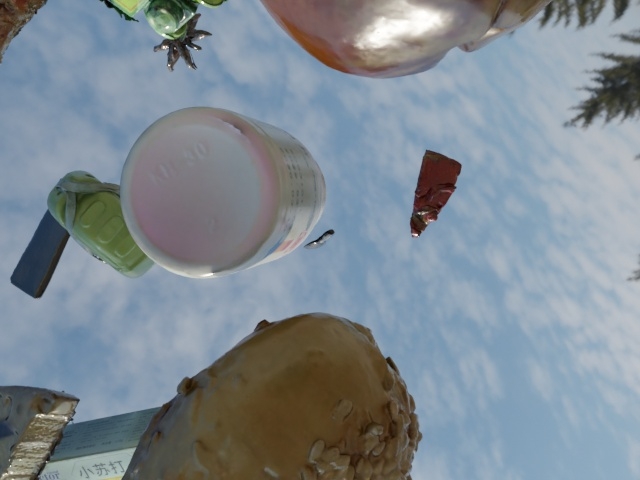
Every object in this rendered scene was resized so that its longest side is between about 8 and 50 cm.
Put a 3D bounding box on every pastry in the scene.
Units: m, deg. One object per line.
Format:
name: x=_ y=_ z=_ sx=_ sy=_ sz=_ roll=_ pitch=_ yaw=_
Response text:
pastry: x=-0.031 y=0.229 z=0.637 sx=0.184 sy=0.316 sz=0.284 roll=38 pitch=-171 yaw=36

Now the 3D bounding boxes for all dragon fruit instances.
dragon fruit: x=0.185 y=-0.068 z=1.111 sx=0.097 sy=0.063 sz=0.131 roll=66 pitch=-141 yaw=-68

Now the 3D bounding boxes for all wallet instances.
wallet: x=-0.607 y=0.004 z=1.538 sx=0.025 sy=0.124 sz=0.244 roll=36 pitch=-103 yaw=-51

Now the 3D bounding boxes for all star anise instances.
star anise: x=-0.306 y=-0.432 z=1.482 sx=0.141 sy=0.141 sz=0.042 roll=66 pitch=-166 yaw=9

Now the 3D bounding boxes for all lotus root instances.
lotus root: x=-0.449 y=0.290 z=0.960 sx=0.170 sy=0.261 sz=0.074 roll=30 pitch=-177 yaw=40

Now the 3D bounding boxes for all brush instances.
brush: x=0.000 y=0.000 z=0.755 sx=0.024 sy=0.083 sz=0.008 roll=-7 pitch=-101 yaw=-20

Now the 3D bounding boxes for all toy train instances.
toy train: x=-0.261 y=-0.482 z=1.193 sx=0.188 sy=0.159 sz=0.272 roll=35 pitch=-131 yaw=-32

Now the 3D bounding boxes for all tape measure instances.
tape measure: x=-0.301 y=-0.027 z=0.984 sx=0.175 sy=0.200 sz=0.106 roll=40 pitch=-101 yaw=2

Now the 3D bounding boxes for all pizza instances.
pizza: x=-0.392 y=-0.263 z=0.795 sx=0.185 sy=0.052 sz=0.195 roll=-15 pitch=-127 yaw=-9

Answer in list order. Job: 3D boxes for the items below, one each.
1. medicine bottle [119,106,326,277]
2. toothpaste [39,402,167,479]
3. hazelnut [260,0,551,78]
medicine bottle: x=-0.087 y=-0.053 z=0.783 sx=0.170 sy=0.170 sz=0.293 roll=62 pitch=-167 yaw=4
toothpaste: x=-0.296 y=0.302 z=1.000 sx=0.089 sy=0.312 sz=0.071 roll=-77 pitch=-30 yaw=-60
hazelnut: x=0.068 y=-0.213 z=0.396 sx=0.217 sy=0.251 sz=0.217 roll=-25 pitch=-90 yaw=-90
